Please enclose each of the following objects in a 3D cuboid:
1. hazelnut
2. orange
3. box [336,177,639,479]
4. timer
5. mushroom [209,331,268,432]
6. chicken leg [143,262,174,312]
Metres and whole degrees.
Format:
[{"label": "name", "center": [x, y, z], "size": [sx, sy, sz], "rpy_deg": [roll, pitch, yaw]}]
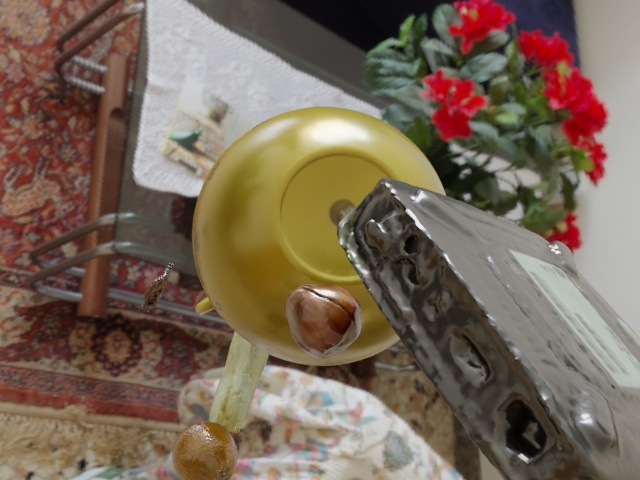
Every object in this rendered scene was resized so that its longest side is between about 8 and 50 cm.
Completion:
[{"label": "hazelnut", "center": [0.002, 0.077, 0.902], "size": [0.086, 0.086, 0.086], "rpy_deg": [17, 65, -42]}, {"label": "orange", "center": [-0.134, 0.253, 1.044], "size": [0.085, 0.085, 0.085], "rpy_deg": [17, 65, -42]}, {"label": "box", "center": [0.209, 0.096, 0.823], "size": [0.350, 0.091, 0.359], "rpy_deg": [13, 35, -46]}, {"label": "timer", "center": [0.000, 0.000, 1.213], "size": [0.376, 0.387, 0.376], "rpy_deg": [1, 83, -9]}, {"label": "mushroom", "center": [-0.155, 0.248, 1.877], "size": [0.081, 0.100, 0.312], "rpy_deg": [26, 76, -25]}, {"label": "chicken leg", "center": [-0.249, 0.072, 1.364], "size": [0.083, 0.021, 0.036], "rpy_deg": [-63, 170, 2]}]
